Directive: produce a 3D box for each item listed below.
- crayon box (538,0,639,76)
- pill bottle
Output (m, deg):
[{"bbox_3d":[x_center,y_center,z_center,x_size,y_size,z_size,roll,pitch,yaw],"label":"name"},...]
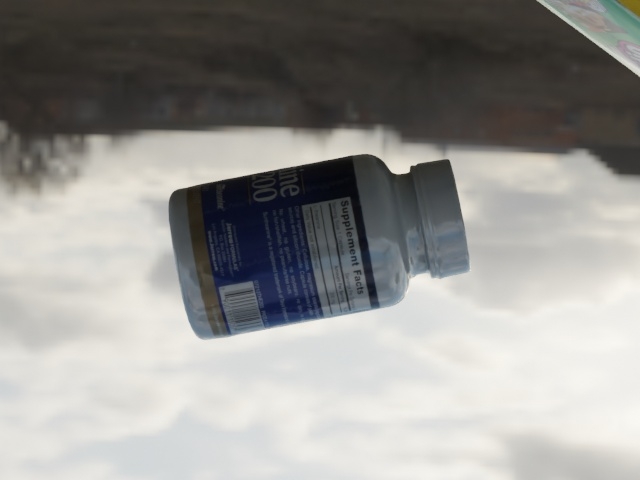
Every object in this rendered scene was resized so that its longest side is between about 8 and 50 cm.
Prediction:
[{"bbox_3d":[0.300,-0.231,1.233,0.363,0.313,0.106,30,172,-35],"label":"crayon box"},{"bbox_3d":[0.000,0.000,0.828,0.120,0.067,0.067,-11,-175,2],"label":"pill bottle"}]
